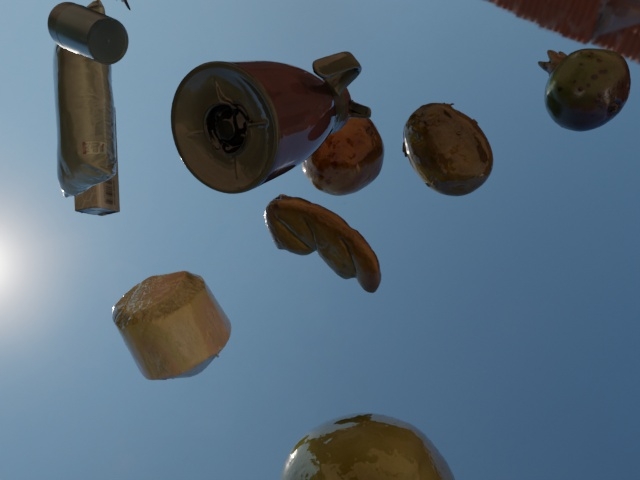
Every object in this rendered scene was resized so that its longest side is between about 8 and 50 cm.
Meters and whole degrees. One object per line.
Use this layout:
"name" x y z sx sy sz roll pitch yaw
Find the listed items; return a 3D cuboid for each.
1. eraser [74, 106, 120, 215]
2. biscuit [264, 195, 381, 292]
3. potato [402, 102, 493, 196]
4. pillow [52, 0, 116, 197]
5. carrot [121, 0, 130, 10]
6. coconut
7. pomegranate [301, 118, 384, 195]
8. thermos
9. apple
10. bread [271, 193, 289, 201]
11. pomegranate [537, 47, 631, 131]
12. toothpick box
"eraser" -0.652 -0.278 1.684 0.096 0.098 0.405 -9 -99 18
"biscuit" 0.001 -0.003 1.245 0.299 0.154 0.045 24 -136 25
"potato" 0.222 -0.159 1.026 0.137 0.137 0.176 -22 -100 -29
"pillow" -0.342 -0.197 0.838 0.078 0.144 0.254 -1 -97 -38
"carrot" -0.270 -0.577 1.089 0.224 0.224 0.340 36 -130 22
"coconut" -0.336 0.209 1.363 0.239 0.244 0.239 -20 -155 10
"pomegranate" 0.060 -0.234 1.594 0.248 0.248 0.248 6 -134 -6
"thermos" -0.041 -0.168 0.746 0.146 0.176 0.265 55 -145 1
"apple" 0.049 0.264 0.574 0.199 0.200 0.200 6 -134 -6
"bread" -0.082 -0.069 1.668 0.125 0.082 0.106 32 -160 -33
"pomegranate" 0.404 -0.236 0.919 0.129 0.130 0.159 -4 -163 -15
"toothpick box" -0.256 -0.228 0.644 0.083 0.052 0.052 29 -133 32
